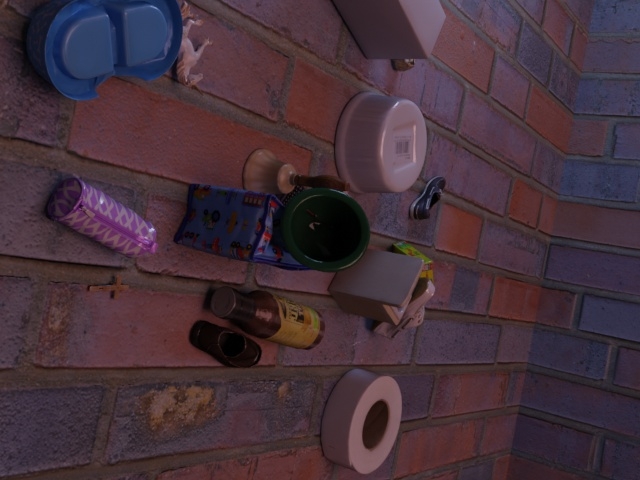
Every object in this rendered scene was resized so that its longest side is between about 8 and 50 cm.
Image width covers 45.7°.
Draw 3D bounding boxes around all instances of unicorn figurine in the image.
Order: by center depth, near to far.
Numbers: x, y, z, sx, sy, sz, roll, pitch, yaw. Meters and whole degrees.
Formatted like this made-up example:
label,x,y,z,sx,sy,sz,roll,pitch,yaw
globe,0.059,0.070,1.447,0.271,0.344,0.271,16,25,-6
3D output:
label,x,y,z,sx,sy,sz,roll,pitch,yaw
unicorn figurine,-0.256,-0.372,1.481,0.111,0.060,0.162,-51,120,-33

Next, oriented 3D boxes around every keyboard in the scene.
label,x,y,z,sx,sy,sz,roll,pitch,yaw
keyboard,-0.085,-0.062,1.818,0.180,0.023,0.108,-58,139,-27

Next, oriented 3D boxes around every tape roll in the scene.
label,x,y,z,sx,sy,sz,roll,pitch,yaw
tape roll,0.121,0.516,2.179,0.286,0.100,0.286,-19,114,-51

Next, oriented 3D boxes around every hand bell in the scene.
label,x,y,z,sx,sy,sz,roll,pitch,yaw
hand bell,-0.041,-0.130,1.671,0.126,0.242,0.126,-19,114,-51

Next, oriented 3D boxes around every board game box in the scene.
label,x,y,z,sx,sy,sz,roll,pitch,yaw
board game box,0.268,0.076,2.213,0.043,0.181,0.092,-12,112,-16

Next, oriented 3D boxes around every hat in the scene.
label,x,y,z,sx,sy,sz,roll,pitch,yaw
hat,0.000,0.000,1.564,0.208,0.183,0.173,7,74,-14

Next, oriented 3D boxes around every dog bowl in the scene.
label,x,y,z,sx,sy,sz,roll,pitch,yaw
dog bowl,-0.365,-0.345,1.292,0.297,0.074,0.166,-34,137,-46

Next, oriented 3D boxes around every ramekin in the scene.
label,x,y,z,sx,sy,sz,roll,pitch,yaw
ramekin,0.170,-0.255,2.028,0.277,0.135,0.277,-17,112,-52

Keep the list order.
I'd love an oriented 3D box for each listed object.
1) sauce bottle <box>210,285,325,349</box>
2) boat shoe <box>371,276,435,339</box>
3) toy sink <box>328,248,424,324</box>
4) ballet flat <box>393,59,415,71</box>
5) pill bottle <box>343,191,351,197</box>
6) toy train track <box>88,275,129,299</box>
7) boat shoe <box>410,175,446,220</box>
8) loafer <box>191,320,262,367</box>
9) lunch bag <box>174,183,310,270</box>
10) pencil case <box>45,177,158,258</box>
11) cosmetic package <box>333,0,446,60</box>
label,x,y,z,sx,sy,sz,roll,pitch,yaw
sauce bottle,-0.117,0.177,1.754,0.344,0.111,0.111,26,77,-55
boat shoe,0.253,0.198,2.150,0.096,0.277,0.098,33,49,-9
toy sink,0.169,0.126,2.035,0.153,0.234,0.131,-62,141,-25
ballet flat,0.236,-0.572,2.098,0.073,0.067,0.206,-28,119,-43
pill bottle,0.039,-0.071,1.932,0.086,0.086,0.152,-14,110,-52
toy train track,-0.399,0.088,1.426,0.083,0.014,0.048,1,105,-49
boat shoe,0.353,-0.130,2.372,0.206,0.065,0.075,-47,133,-38
loafer,-0.194,0.242,1.690,0.220,0.078,0.080,32,72,-53
lunch bag,-0.119,-0.006,1.611,0.293,0.221,0.138,25,78,-53
pencil case,-0.384,-0.037,1.351,0.206,0.088,0.086,36,71,-53
cosmetic package,0.144,-0.614,1.851,0.365,0.197,0.155,48,59,-50
